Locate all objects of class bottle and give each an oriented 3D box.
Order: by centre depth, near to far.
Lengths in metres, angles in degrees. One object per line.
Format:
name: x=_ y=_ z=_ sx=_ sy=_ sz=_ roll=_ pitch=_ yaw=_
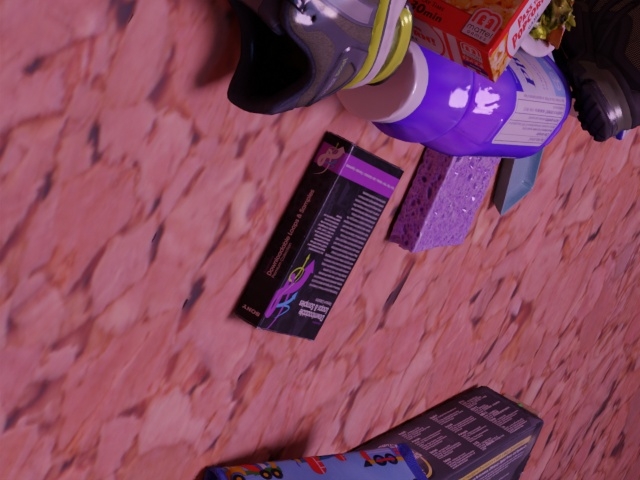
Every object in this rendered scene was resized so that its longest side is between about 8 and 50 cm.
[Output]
bottle: x=0.100 y=-0.120 z=1.409 sx=0.092 sy=0.118 sz=0.283 roll=-53 pitch=159 yaw=18

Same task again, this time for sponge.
sponge: x=0.135 y=-0.089 z=1.628 sx=0.117 sy=0.031 sz=0.210 roll=-4 pitch=120 yaw=-63

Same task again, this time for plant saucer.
plant saucer: x=0.202 y=-0.115 z=1.758 sx=0.067 sy=0.018 sz=0.192 roll=-37 pitch=147 yaw=-44

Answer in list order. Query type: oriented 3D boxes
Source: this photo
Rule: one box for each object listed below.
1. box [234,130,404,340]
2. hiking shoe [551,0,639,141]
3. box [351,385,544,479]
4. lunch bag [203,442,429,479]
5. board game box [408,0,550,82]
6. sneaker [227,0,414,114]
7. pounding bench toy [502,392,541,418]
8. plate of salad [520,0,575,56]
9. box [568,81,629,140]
box: x=0.000 y=0.000 z=1.456 sx=0.162 sy=0.029 sz=0.116 roll=-63 pitch=156 yaw=2
hiking shoe: x=0.257 y=-0.174 z=1.561 sx=0.086 sy=0.114 sz=0.227 roll=75 pitch=3 yaw=-47
box: x=0.067 y=0.346 z=1.911 sx=0.395 sy=0.097 sz=0.318 roll=-18 pitch=135 yaw=-58
lunch bag: x=-0.024 y=0.338 z=1.603 sx=0.221 sy=0.138 sz=0.293 roll=-1 pitch=126 yaw=-39
board game box: x=0.110 y=-0.223 z=1.275 sx=0.193 sy=0.147 sz=0.045 roll=-56 pitch=157 yaw=-15
sneaker: x=0.000 y=-0.193 z=1.139 sx=0.121 sy=0.111 sz=0.300 roll=-39 pitch=147 yaw=-34
pounding bench toy: x=0.220 y=0.210 z=2.124 sx=0.065 sy=0.052 sz=0.083 roll=-44 pitch=152 yaw=-35
plate of salad: x=0.178 y=-0.245 z=1.443 sx=0.200 sy=0.048 sz=0.200 roll=-5 pitch=95 yaw=-62
box: x=0.312 y=-0.193 z=1.824 sx=0.137 sy=0.072 sz=0.126 roll=-45 pitch=153 yaw=-35
